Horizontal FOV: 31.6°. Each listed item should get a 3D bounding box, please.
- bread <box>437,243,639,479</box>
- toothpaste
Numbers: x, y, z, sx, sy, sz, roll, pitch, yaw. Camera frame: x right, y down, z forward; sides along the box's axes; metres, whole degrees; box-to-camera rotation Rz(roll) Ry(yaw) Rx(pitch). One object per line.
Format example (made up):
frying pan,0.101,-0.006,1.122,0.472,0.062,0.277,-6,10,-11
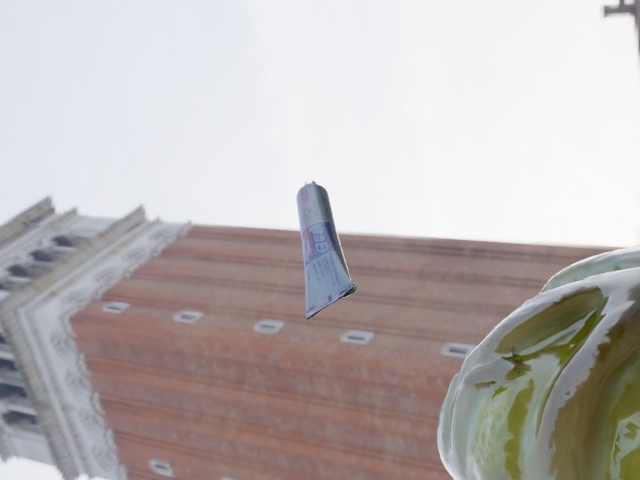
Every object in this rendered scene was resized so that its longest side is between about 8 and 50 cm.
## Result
bread,0.242,0.087,0.702,0.333,0.333,0.160,-20,-67,-52
toothpaste,0.000,0.000,0.895,0.028,0.045,0.170,52,-164,-31
